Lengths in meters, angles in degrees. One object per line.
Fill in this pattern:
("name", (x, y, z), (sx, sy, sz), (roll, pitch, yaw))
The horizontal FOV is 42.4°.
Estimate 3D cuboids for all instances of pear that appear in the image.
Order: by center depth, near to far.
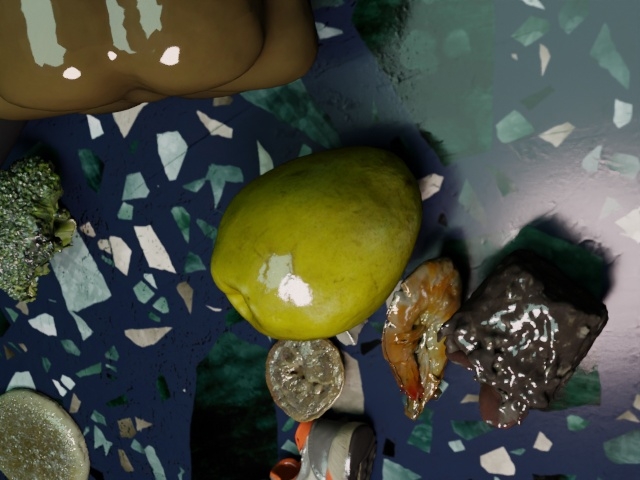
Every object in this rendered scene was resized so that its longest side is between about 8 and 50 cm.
("pear", (0.000, 0.000, 1.155), (0.253, 0.307, 0.253), (36, 153, 22))

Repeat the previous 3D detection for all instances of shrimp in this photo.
("shrimp", (0.147, 0.157, 1.227), (0.062, 0.154, 0.294), (28, 129, 45))

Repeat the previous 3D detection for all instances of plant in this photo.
("plant", (0.269, 0.137, 1.136), (0.178, 0.204, 0.234), (40, 113, 11))

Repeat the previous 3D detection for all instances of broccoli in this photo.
("broccoli", (-0.520, -0.018, 1.451), (0.198, 0.176, 0.226), (-12, 113, 45))

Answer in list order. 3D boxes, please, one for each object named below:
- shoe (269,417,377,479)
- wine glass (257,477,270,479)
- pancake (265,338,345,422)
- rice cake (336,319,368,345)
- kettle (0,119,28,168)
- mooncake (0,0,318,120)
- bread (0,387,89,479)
("shoe", (-0.014, 0.445, 1.412), (0.171, 0.132, 0.336), (15, 112, 25))
("wine glass", (-0.074, 0.553, 1.486), (0.103, 0.103, 0.231), (-27, 98, 30))
("pancake", (-0.027, 0.224, 1.375), (0.158, 0.028, 0.158), (-1, 89, 32))
("rice cake", (-0.006, 0.049, 1.302), (0.052, 0.057, 0.256), (-29, 94, 29))
("kettle", (-0.547, -0.285, 1.354), (0.203, 0.262, 0.308), (32, 104, -25))
("mooncake", (-0.241, -0.301, 1.061), (0.467, 0.467, 0.262), (-2, 102, 25))
("bread", (-0.596, 0.433, 1.721), (0.267, 0.040, 0.267), (8, 111, 22))
